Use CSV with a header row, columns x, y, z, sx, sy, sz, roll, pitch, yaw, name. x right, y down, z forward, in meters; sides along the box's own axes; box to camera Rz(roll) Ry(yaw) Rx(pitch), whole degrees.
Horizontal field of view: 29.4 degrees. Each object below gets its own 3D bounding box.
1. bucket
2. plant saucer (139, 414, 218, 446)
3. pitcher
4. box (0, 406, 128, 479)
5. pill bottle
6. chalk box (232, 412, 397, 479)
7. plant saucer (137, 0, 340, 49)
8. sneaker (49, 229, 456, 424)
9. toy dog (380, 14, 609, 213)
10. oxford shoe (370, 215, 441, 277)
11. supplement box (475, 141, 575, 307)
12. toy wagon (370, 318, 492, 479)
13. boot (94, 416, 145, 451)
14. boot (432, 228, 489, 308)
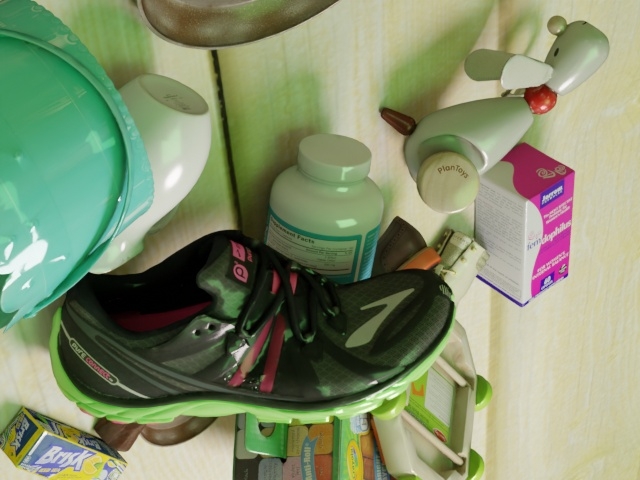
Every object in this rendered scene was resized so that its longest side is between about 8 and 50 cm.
x,y,z,sx,sy,sz,roll,pitch,yaw,name
-0.295,-0.076,1.113,0.183,0.281,0.281,-38,140,-25,bucket
-0.181,0.197,1.621,0.168,0.029,0.168,-27,136,-30,plant saucer
-0.189,-0.078,1.347,0.207,0.125,0.178,-61,164,25,pitcher
-0.317,0.264,1.508,0.059,0.054,0.169,-53,142,-2,box
0.000,0.000,1.566,0.146,0.146,0.264,-17,129,-38,pill bottle
-0.002,0.266,1.688,0.289,0.179,0.180,27,60,-53,chalk box
-0.053,-0.313,1.263,0.311,0.050,0.310,-25,161,-9,plant saucer
-0.069,0.092,1.409,0.483,0.185,0.202,-6,126,-11,sneaker
0.214,-0.192,1.645,0.161,0.220,0.333,46,75,-13,toy dog
0.037,0.075,1.725,0.271,0.098,0.097,-38,170,3,oxford shoe
0.317,-0.024,1.909,0.111,0.114,0.220,-31,135,-26,supplement box
0.146,0.252,1.695,0.267,0.068,0.344,44,47,-44,toy wagon
-0.261,0.211,1.540,0.114,0.106,0.037,-45,-168,32,boot
0.170,0.057,1.845,0.165,0.077,0.213,-58,147,6,boot
